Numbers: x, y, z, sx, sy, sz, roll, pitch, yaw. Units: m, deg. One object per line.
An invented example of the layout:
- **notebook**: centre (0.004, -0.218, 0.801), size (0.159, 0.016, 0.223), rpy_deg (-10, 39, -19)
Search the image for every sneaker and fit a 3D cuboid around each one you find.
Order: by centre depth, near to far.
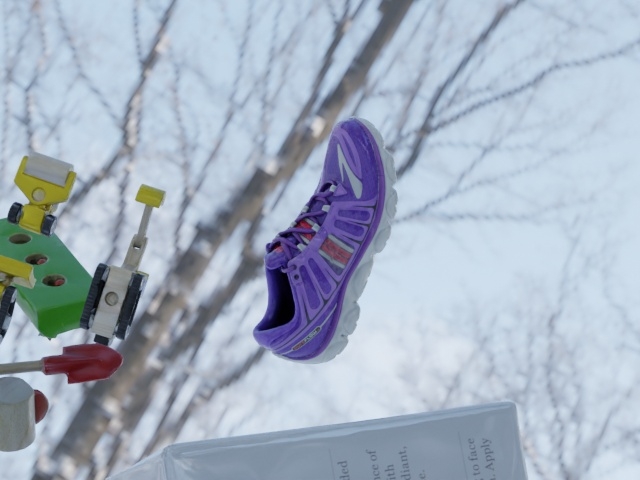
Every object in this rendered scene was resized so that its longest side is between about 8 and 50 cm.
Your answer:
- **sneaker**: centre (0.000, 0.000, 1.175), size (0.071, 0.170, 0.068), rpy_deg (12, 7, -31)

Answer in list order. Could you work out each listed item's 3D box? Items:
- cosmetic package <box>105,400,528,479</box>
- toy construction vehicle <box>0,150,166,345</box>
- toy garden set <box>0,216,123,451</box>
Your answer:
- **cosmetic package**: centre (0.001, 0.173, 0.895), size (0.183, 0.151, 0.151), rpy_deg (-5, -11, -18)
- **toy construction vehicle**: centre (-0.126, 0.012, 0.877), size (0.085, 0.098, 0.035), rpy_deg (15, -4, 5)
- **toy garden set**: centre (-0.229, 0.075, 0.963), size (0.204, 0.244, 0.049), rpy_deg (43, -42, 48)
